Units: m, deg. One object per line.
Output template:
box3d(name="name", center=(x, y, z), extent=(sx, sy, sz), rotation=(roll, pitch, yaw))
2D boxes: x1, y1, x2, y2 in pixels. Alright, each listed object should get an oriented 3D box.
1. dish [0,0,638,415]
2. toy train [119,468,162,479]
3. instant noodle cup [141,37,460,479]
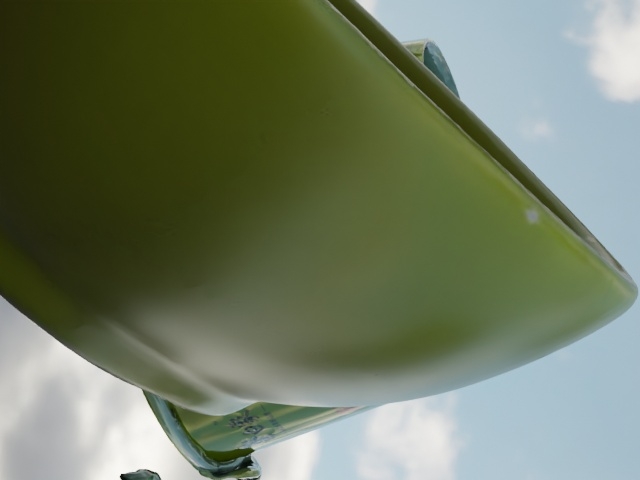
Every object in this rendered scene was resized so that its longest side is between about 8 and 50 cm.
box3d(name="dish", center=(-0.047, -0.043, 0.446), extent=(0.108, 0.221, 0.262), rotation=(-46, -130, 7))
box3d(name="toy train", center=(-0.119, 0.156, 0.608), extent=(0.132, 0.200, 0.083), rotation=(-37, -101, 24))
box3d(name="instant noodle cup", center=(0.000, 0.000, 1.169), extent=(0.222, 0.311, 0.311), rotation=(-13, -128, 14))
